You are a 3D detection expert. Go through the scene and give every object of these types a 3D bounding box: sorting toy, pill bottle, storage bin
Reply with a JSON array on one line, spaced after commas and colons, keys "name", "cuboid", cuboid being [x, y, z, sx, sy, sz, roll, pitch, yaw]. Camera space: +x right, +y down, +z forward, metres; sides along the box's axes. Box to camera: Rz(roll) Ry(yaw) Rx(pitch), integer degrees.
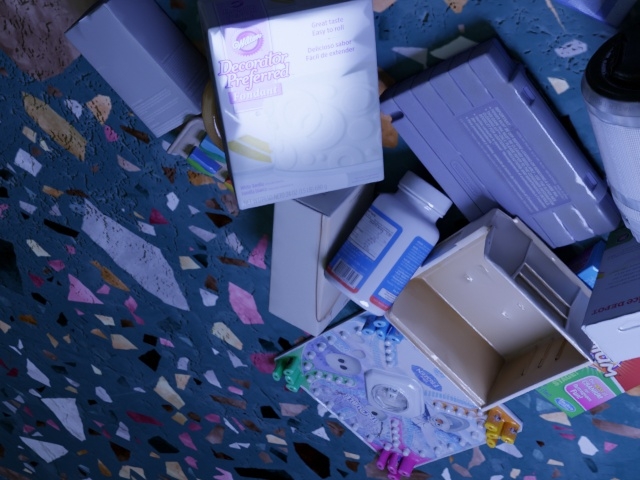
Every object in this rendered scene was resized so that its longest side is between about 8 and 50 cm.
[{"name": "sorting toy", "cuboid": [-0.154, -0.128, 1.921, 0.208, 0.038, 0.193, 28, 160, -12]}, {"name": "pill bottle", "cuboid": [0.115, 0.002, 1.816, 0.124, 0.221, 0.124, 37, -176, -3]}, {"name": "storage bin", "cuboid": [0.278, 0.113, 1.813, 0.260, 0.123, 0.262, 43, 139, -9]}]

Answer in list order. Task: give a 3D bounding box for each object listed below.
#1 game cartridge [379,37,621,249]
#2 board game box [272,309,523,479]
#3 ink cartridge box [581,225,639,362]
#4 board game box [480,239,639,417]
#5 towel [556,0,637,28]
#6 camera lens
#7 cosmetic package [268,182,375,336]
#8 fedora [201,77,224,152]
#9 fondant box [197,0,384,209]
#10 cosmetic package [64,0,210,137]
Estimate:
[{"name": "game cartridge", "cuboid": [0.278, -0.129, 1.712, 0.230, 0.068, 0.355, -23, 117, 39]}, {"name": "board game box", "cuboid": [0.142, 0.319, 2.257, 0.390, 0.050, 0.390, 42, 138, -14]}, {"name": "ink cartridge box", "cuboid": [0.492, 0.064, 1.657, 0.154, 0.212, 0.093, -24, 117, 44]}, {"name": "board game box", "cuboid": [0.449, 0.158, 1.895, 0.242, 0.064, 0.316, 38, 139, -9]}, {"name": "towel", "cuboid": [0.348, -0.411, 1.399, 0.209, 0.034, 0.285, 26, 142, 1]}, {"name": "camera lens", "cuboid": [0.472, -0.141, 1.455, 0.219, 0.219, 0.274, -2, 130, 33]}, {"name": "cosmetic package", "cuboid": [0.000, 0.000, 1.922, 0.113, 0.160, 0.309, 27, 142, 20]}, {"name": "fedora", "cuboid": [-0.114, -0.223, 1.802, 0.079, 0.194, 0.194, 39, 157, 52]}, {"name": "fondant box", "cuboid": [-0.038, -0.220, 1.683, 0.238, 0.096, 0.330, -12, 130, -6]}, {"name": "cosmetic package", "cuboid": [-0.289, -0.300, 1.845, 0.127, 0.107, 0.238, -20, 116, 41]}]
